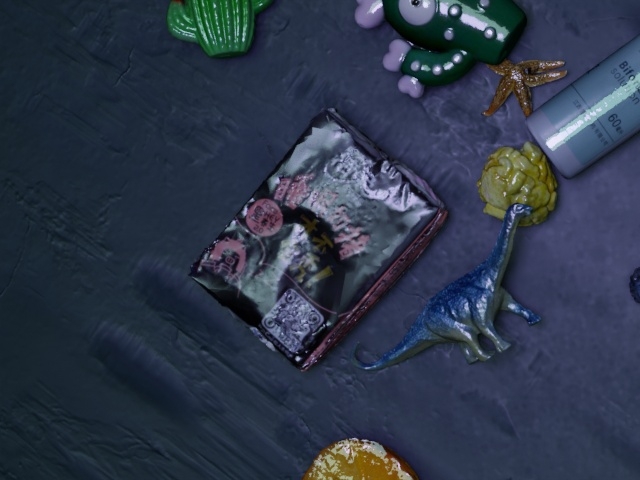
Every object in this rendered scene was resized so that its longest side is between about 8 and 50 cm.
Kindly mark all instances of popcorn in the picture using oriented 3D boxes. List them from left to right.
[{"bbox_3d":[0.275,-0.077,1.929,0.106,0.120,0.116,-10,57,50],"label":"popcorn"}]

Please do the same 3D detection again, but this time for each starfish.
[{"bbox_3d":[0.270,-0.233,1.957,0.130,0.041,0.133,41,99,12],"label":"starfish"}]

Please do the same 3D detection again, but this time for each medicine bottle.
[{"bbox_3d":[0.451,-0.226,1.875,0.352,0.110,0.110,-36,82,11],"label":"medicine bottle"}]

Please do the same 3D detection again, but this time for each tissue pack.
[{"bbox_3d":[0.000,0.000,1.986,0.245,0.123,0.332,41,102,5],"label":"tissue pack"}]

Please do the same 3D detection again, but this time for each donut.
[{"bbox_3d":[0.067,0.374,1.989,0.190,0.074,0.174,26,95,9],"label":"donut"}]

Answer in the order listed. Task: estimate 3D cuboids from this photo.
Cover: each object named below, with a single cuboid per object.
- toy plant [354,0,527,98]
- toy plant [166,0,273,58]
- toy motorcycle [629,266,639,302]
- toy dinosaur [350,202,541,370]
[{"bbox_3d":[0.169,-0.339,1.945,0.232,0.112,0.243,-32,82,11],"label":"toy plant"},{"bbox_3d":[-0.139,-0.389,2.040,0.154,0.088,0.240,17,83,1],"label":"toy plant"},{"bbox_3d":[0.537,0.005,1.841,0.204,0.239,0.108,13,52,7],"label":"toy motorcycle"},{"bbox_3d":[0.204,0.107,1.937,0.147,0.076,0.363,49,117,6],"label":"toy dinosaur"}]
